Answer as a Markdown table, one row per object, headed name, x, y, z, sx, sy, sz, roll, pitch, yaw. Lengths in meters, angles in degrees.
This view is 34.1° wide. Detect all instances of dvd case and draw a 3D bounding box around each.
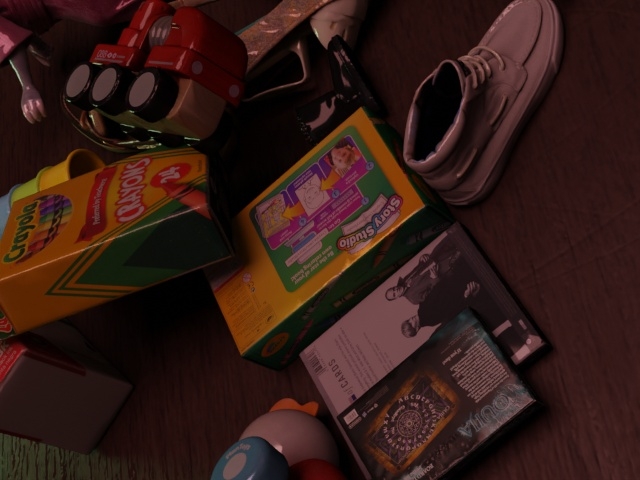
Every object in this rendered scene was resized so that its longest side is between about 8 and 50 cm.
| name | x | y | z | sx | sy | sz | roll | pitch | yaw |
| --- | --- | --- | --- | --- | --- | --- | --- | --- | --- |
| dvd case | 0.104 | 0.118 | 1.116 | 0.239 | 0.029 | 0.179 | -41 | 53 | 15 |

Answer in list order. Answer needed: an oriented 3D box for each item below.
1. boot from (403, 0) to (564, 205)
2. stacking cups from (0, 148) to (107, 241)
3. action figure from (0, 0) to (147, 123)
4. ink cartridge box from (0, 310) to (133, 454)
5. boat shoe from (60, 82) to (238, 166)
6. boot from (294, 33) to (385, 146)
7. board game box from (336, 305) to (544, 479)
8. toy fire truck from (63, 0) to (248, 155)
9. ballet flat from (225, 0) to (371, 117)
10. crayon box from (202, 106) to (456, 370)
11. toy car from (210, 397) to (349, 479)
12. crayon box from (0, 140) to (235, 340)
| name | x | y | z | sx | sy | sz | roll | pitch | yaw |
| --- | --- | --- | --- | --- | --- | --- | --- | --- | --- |
| boot | 0.176 | -0.171 | 1.123 | 0.095 | 0.123 | 0.258 | 17 | 81 | 38 |
| stacking cups | -0.448 | -0.039 | 1.523 | 0.316 | 0.096 | 0.096 | -19 | 61 | 28 |
| action figure | -0.412 | -0.346 | 1.476 | 0.370 | 0.275 | 0.248 | -29 | 34 | -14 |
| ink cartridge box | -0.405 | 0.141 | 1.353 | 0.273 | 0.197 | 0.114 | 33 | 90 | 38 |
| boat shoe | -0.265 | -0.180 | 1.435 | 0.342 | 0.123 | 0.123 | 27 | 88 | 39 |
| boot | 0.013 | -0.176 | 1.269 | 0.099 | 0.045 | 0.121 | -31 | 82 | 20 |
| board game box | 0.116 | 0.172 | 1.051 | 0.186 | 0.026 | 0.126 | -42 | 55 | 14 |
| toy fire truck | -0.155 | -0.236 | 1.247 | 0.217 | 0.158 | 0.246 | 15 | 80 | 47 |
| ballet flat | -0.019 | -0.261 | 1.327 | 0.316 | 0.107 | 0.106 | -34 | 75 | 25 |
| crayon box | 0.000 | 0.000 | 1.203 | 0.278 | 0.081 | 0.165 | -39 | 54 | 16 |
| toy car | -0.053 | 0.265 | 1.093 | 0.210 | 0.219 | 0.238 | -37 | 25 | 18 |
| crayon box | -0.264 | -0.006 | 1.231 | 0.319 | 0.081 | 0.202 | -21 | 31 | 5 |
